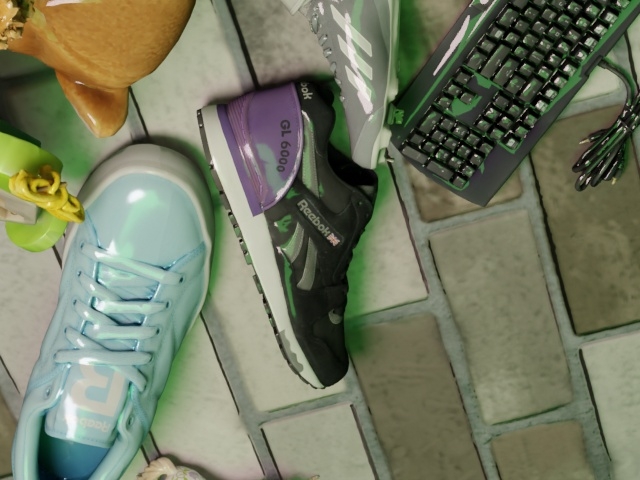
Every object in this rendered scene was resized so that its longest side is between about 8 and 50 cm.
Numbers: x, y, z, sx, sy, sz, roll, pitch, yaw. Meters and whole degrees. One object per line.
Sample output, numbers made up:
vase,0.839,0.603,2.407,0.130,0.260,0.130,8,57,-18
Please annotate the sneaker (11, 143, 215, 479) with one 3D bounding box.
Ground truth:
sneaker,-0.174,0.099,1.517,0.135,0.150,0.366,12,122,-11

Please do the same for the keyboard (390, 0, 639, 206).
keyboard,0.210,-0.150,1.443,0.201,0.033,0.317,27,119,-18

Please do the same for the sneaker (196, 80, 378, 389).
sneaker,0.000,0.000,1.492,0.124,0.107,0.283,-19,122,2

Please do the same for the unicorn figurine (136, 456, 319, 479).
unicorn figurine,-0.097,0.251,1.671,0.162,0.060,0.111,22,120,-16

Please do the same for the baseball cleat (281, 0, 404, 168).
baseball cleat,0.016,-0.160,1.402,0.109,0.072,0.206,5,104,2

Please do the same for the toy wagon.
toy wagon,-0.303,-0.066,1.332,0.344,0.068,0.267,6,165,37

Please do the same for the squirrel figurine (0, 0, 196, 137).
squirrel figurine,-0.266,-0.199,1.176,0.370,0.397,0.281,28,113,-9
